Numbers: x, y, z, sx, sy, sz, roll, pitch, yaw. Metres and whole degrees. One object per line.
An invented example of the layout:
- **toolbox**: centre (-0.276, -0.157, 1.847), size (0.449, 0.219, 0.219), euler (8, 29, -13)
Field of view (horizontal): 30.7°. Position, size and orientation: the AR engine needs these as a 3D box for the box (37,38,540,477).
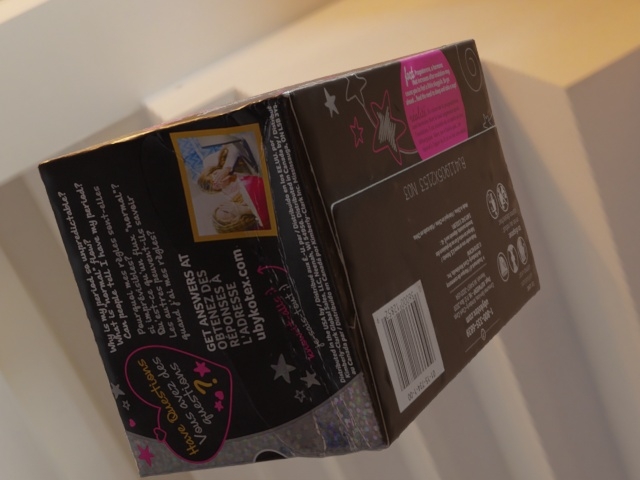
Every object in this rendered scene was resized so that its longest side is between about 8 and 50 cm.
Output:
- **box**: centre (0.000, 0.000, 0.608), size (0.247, 0.142, 0.163), euler (-29, 105, -60)
